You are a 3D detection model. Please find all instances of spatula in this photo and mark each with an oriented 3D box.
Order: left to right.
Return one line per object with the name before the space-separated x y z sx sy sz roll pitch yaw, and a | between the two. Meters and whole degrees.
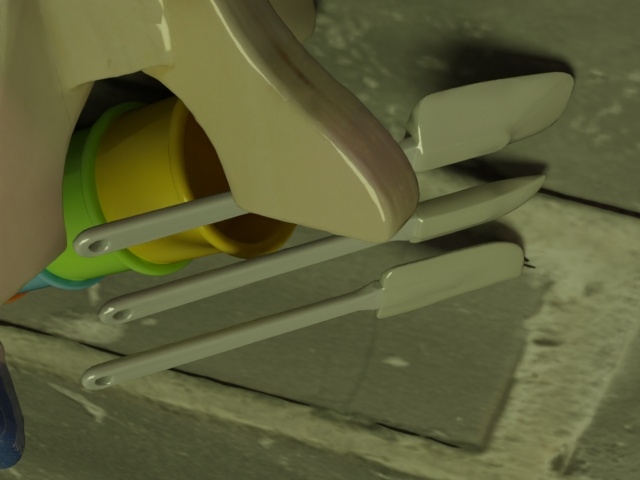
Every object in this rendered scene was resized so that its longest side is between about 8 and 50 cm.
spatula | 0.000 0.000 0.729 0.242 0.019 0.168 -15 150 -15

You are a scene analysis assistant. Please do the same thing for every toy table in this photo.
toy table | -0.088 -0.096 0.591 0.274 0.252 0.160 25 136 36

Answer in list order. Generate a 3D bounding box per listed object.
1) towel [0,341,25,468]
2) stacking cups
towel | -0.205 -0.049 0.674 0.034 0.285 0.209 -27 131 -1
stacking cups | -0.155 -0.015 0.835 0.316 0.096 0.096 -11 134 40
